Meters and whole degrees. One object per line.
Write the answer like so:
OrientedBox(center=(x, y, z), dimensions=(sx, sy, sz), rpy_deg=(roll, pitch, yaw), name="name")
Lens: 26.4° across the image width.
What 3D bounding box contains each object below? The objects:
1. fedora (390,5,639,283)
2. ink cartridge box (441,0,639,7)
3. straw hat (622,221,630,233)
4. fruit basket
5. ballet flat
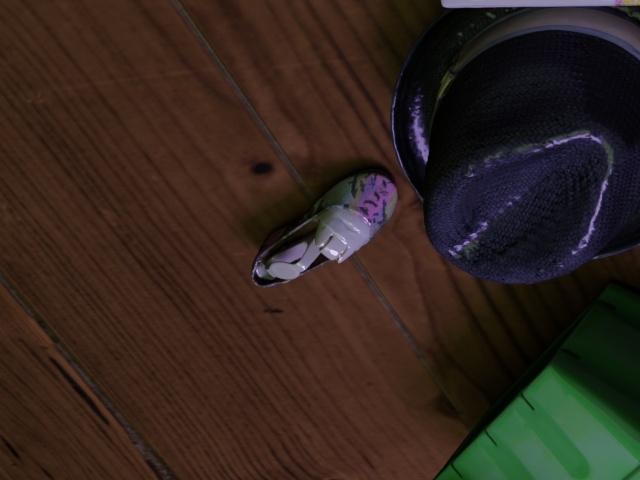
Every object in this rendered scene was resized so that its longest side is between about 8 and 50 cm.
OrientedBox(center=(0.196, -0.067, 1.214), dimensions=(0.334, 0.152, 0.334), rpy_deg=(14, 135, 14), name="fedora")
OrientedBox(center=(0.283, -0.255, 1.038), dimensions=(0.353, 0.207, 0.119), rpy_deg=(4, 113, 22), name="ink cartridge box")
OrientedBox(center=(0.246, -0.055, 1.357), dimensions=(0.144, 0.061, 0.144), rpy_deg=(14, 135, 15), name="straw hat")
OrientedBox(center=(0.338, 0.288, 1.467), dimensions=(0.392, 0.283, 0.392), rpy_deg=(21, 131, 26), name="fruit basket")
OrientedBox(center=(0.000, 0.000, 1.513), dimensions=(0.077, 0.079, 0.221), rpy_deg=(44, 133, -16), name="ballet flat")
